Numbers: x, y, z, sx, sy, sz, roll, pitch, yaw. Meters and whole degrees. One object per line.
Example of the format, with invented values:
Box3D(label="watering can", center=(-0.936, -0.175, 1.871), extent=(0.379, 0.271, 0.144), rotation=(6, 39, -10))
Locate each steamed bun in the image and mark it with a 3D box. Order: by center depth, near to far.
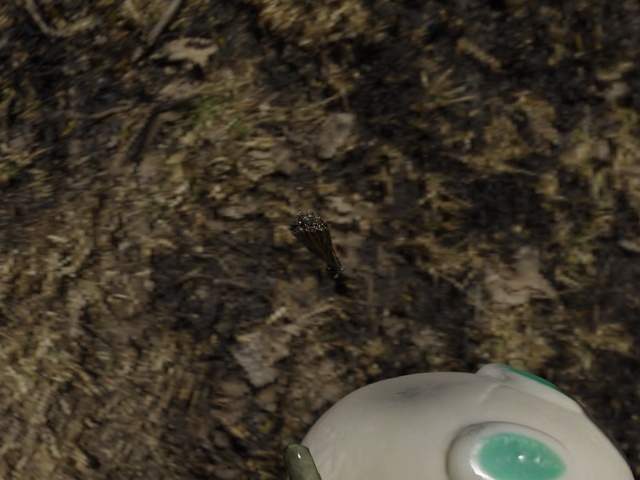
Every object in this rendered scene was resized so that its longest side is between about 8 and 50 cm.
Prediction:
Box3D(label="steamed bun", center=(0.086, 0.153, 0.904), extent=(0.177, 0.228, 0.131), rotation=(-51, 136, -59))

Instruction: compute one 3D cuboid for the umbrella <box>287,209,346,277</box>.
Box3D(label="umbrella", center=(0.000, 0.002, 0.998), extent=(0.083, 0.031, 0.020), rotation=(62, 29, -49))

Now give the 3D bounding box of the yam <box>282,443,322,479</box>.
Box3D(label="yam", center=(0.024, 0.218, 0.755), extent=(0.027, 0.029, 0.234), rotation=(-27, 68, 9))
